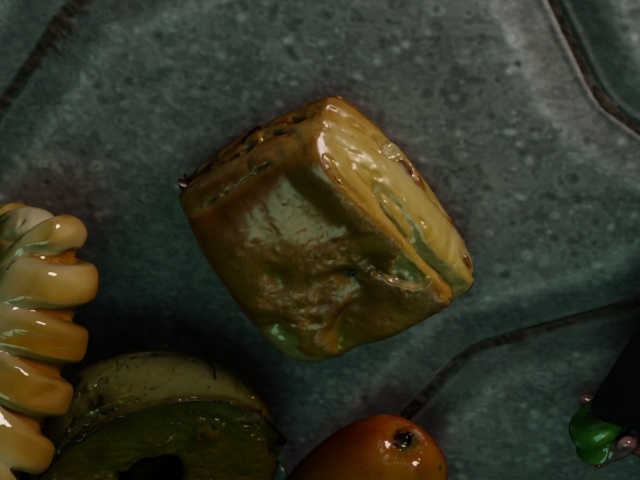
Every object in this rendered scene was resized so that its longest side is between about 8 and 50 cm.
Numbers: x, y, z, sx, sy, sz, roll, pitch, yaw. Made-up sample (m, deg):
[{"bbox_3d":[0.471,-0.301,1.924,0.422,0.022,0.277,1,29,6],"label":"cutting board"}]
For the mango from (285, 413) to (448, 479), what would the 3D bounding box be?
[{"bbox_3d":[0.018,0.281,1.882,0.146,0.129,0.289,45,117,-3],"label":"mango"}]

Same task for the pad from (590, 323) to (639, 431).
[{"bbox_3d":[0.282,0.058,1.682,0.323,0.055,0.250,28,131,3],"label":"pad"}]

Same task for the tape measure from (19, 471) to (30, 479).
[{"bbox_3d":[-0.387,0.206,1.913,0.231,0.133,0.271,-29,116,35],"label":"tape measure"}]

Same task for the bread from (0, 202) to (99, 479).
[{"bbox_3d":[-0.292,0.121,1.744,0.121,0.173,0.311,17,88,-34],"label":"bread"}]

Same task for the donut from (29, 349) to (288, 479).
[{"bbox_3d":[-0.166,0.203,1.846,0.272,0.107,0.272,-12,141,-10],"label":"donut"}]

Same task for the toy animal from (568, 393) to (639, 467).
[{"bbox_3d":[0.330,0.216,1.815,0.103,0.100,0.208,-44,101,9],"label":"toy animal"}]

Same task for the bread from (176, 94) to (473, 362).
[{"bbox_3d":[0.000,0.000,1.707,0.210,0.099,0.235,-26,117,26],"label":"bread"}]
